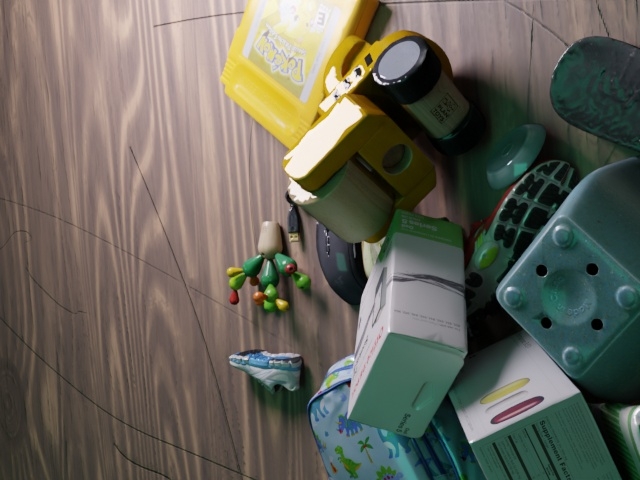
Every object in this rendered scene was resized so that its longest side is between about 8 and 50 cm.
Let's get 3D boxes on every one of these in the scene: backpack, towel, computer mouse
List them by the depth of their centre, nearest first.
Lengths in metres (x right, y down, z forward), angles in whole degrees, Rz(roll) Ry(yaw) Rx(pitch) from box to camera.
[{"bbox_3d":[0.407,0.323,1.033,0.038,0.325,0.248,-20,77,2],"label":"towel"},{"bbox_3d":[0.137,0.342,1.322,0.290,0.273,0.355,-36,58,47],"label":"backpack"},{"bbox_3d":[0.000,0.000,1.519,0.184,0.060,0.262,-15,84,42],"label":"computer mouse"}]

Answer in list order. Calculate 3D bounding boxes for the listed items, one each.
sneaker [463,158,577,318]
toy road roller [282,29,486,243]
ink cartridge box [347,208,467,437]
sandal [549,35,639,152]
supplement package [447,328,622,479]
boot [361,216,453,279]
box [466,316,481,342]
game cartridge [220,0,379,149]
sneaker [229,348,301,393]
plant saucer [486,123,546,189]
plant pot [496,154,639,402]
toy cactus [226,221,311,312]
[{"bbox_3d":[0.274,-0.016,1.236,0.279,0.107,0.118,-56,22,18],"label":"sneaker"},{"bbox_3d":[0.076,-0.184,1.301,0.329,0.202,0.240,-47,41,5],"label":"toy road roller"},{"bbox_3d":[0.129,0.119,1.202,0.115,0.273,0.198,16,129,-4],"label":"ink cartridge box"},{"bbox_3d":[0.478,-0.144,1.021,0.446,0.107,0.167,26,113,38],"label":"sandal"},{"bbox_3d":[0.278,0.266,1.071,0.145,0.262,0.204,-26,99,4],"label":"supplement package"},{"bbox_3d":[0.143,-0.035,1.372,0.165,0.077,0.213,-7,91,42],"label":"boot"},{"bbox_3d":[0.223,0.133,1.351,0.067,0.018,0.083,-31,73,41],"label":"box"},{"bbox_3d":[-0.056,-0.367,1.541,0.285,0.053,0.323,43,120,32],"label":"game cartridge"},{"bbox_3d":[-0.115,0.270,1.652,0.191,0.071,0.083,2,101,43],"label":"sneaker"},{"bbox_3d":[0.285,-0.130,1.210,0.119,0.021,0.119,-51,16,21],"label":"plant saucer"},{"bbox_3d":[0.374,0.059,1.042,0.247,0.252,0.248,49,125,28],"label":"plant pot"},{"bbox_3d":[-0.111,0.053,1.613,0.219,0.112,0.180,-7,79,52],"label":"toy cactus"}]
